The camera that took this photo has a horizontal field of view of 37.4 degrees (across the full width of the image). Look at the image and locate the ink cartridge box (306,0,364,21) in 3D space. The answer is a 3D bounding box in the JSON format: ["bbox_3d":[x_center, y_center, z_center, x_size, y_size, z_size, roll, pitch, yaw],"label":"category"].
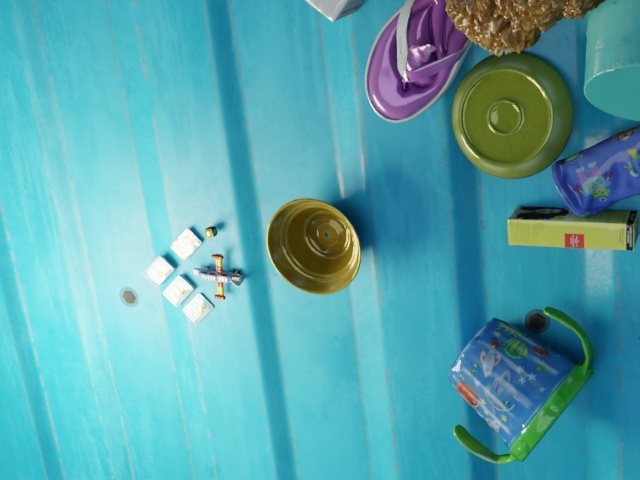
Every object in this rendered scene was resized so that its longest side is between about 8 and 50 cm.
[{"bbox_3d":[0.069,-0.512,1.756,0.082,0.139,0.190,39,121,3],"label":"ink cartridge box"}]

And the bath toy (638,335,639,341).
[{"bbox_3d":[0.669,0.044,1.725,0.129,0.151,0.348,32,127,51],"label":"bath toy"}]

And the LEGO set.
[{"bbox_3d":[-0.292,0.077,2.202,0.182,0.060,0.244,46,121,-3],"label":"LEGO set"}]

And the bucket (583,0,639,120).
[{"bbox_3d":[0.556,-0.313,1.516,0.281,0.281,0.183,6,78,22],"label":"bucket"}]

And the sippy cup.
[{"bbox_3d":[0.387,0.282,1.897,0.224,0.305,0.240,39,165,17],"label":"sippy cup"}]

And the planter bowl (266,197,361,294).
[{"bbox_3d":[0.000,0.000,2.020,0.217,0.090,0.217,8,113,20],"label":"planter bowl"}]

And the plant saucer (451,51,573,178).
[{"bbox_3d":[0.350,-0.232,1.773,0.241,0.037,0.240,8,105,30],"label":"plant saucer"}]

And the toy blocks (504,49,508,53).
[{"bbox_3d":[0.291,-0.412,1.747,0.123,0.054,0.148,-2,110,24],"label":"toy blocks"}]

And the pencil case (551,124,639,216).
[{"bbox_3d":[0.573,-0.140,1.692,0.306,0.119,0.133,-24,103,30],"label":"pencil case"}]

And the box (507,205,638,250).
[{"bbox_3d":[0.480,-0.024,1.799,0.232,0.087,0.058,3,111,22],"label":"box"}]

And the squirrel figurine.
[{"bbox_3d":[0.265,-0.491,1.484,0.371,0.281,0.396,-8,95,23],"label":"squirrel figurine"}]

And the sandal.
[{"bbox_3d":[0.205,-0.381,1.706,0.169,0.102,0.416,41,122,4],"label":"sandal"}]
